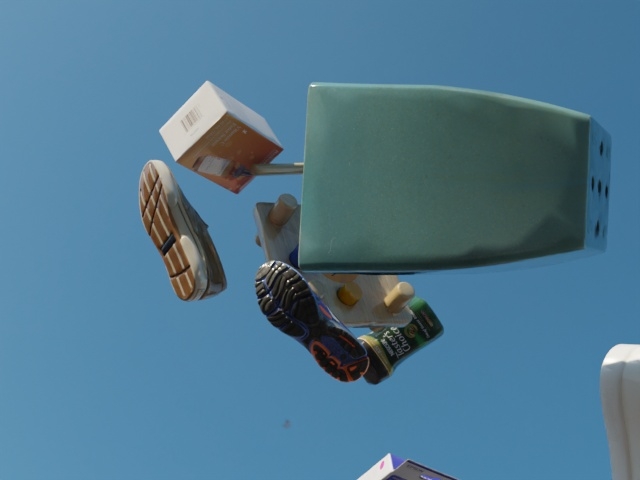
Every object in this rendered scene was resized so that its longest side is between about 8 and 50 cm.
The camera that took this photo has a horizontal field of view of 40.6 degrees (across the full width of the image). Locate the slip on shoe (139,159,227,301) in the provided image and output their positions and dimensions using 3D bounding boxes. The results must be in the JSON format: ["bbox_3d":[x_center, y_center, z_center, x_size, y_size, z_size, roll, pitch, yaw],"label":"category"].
[{"bbox_3d":[-0.120,-0.010,0.761,0.051,0.041,0.135,-46,-119,40],"label":"slip on shoe"}]

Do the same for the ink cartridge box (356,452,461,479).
[{"bbox_3d":[0.172,0.557,1.882,0.176,0.069,0.371,24,-43,-14],"label":"ink cartridge box"}]

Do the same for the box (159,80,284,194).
[{"bbox_3d":[-0.174,-0.179,1.540,0.130,0.170,0.091,-43,-126,15],"label":"box"}]

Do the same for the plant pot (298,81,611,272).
[{"bbox_3d":[0.125,-0.045,0.759,0.234,0.165,0.165,3,-91,28],"label":"plant pot"}]

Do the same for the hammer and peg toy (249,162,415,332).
[{"bbox_3d":[0.000,0.000,1.564,0.266,0.361,0.127,2,-37,-31],"label":"hammer and peg toy"}]

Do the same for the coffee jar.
[{"bbox_3d":[0.143,0.196,1.676,0.096,0.184,0.079,55,-19,-2],"label":"coffee jar"}]

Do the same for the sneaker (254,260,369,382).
[{"bbox_3d":[-0.017,0.122,1.293,0.083,0.087,0.221,-40,-95,0],"label":"sneaker"}]

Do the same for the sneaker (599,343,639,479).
[{"bbox_3d":[0.347,0.242,0.812,0.123,0.106,0.290,-3,-74,47],"label":"sneaker"}]
